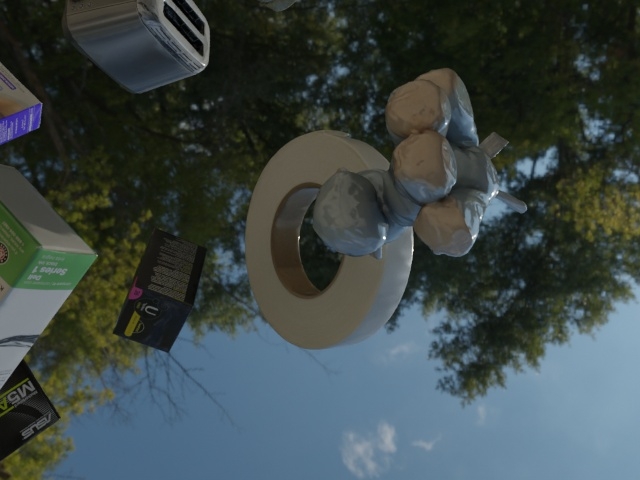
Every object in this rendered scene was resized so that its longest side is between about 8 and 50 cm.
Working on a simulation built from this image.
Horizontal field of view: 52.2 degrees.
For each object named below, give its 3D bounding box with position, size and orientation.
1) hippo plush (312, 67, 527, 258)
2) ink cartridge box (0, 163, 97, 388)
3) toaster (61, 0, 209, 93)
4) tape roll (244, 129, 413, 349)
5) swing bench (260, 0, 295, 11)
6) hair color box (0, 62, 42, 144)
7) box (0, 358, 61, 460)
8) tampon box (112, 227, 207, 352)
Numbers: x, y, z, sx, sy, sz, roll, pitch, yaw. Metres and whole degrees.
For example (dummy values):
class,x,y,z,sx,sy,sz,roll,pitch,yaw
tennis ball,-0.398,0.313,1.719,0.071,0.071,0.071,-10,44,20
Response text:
class,x,y,z,sx,sy,sz,roll,pitch,yaw
hippo plush,0.107,-0.092,0.907,0.236,0.234,0.294,-14,-173,34
ink cartridge box,-0.371,0.047,0.698,0.160,0.092,0.219,41,-81,18
toaster,-0.269,-0.318,1.001,0.146,0.227,0.129,-9,-114,19
tape roll,0.000,0.000,1.183,0.072,0.392,0.392,1,-158,-41
swing bench,-0.122,-0.431,0.763,0.165,0.253,0.255,5,-105,63
hair color box,-0.898,-0.311,1.626,0.185,0.110,0.339,43,-131,6
box,-0.604,0.305,1.182,0.190,0.184,0.045,-34,-168,-36
tampon box,-0.269,0.083,1.110,0.101,0.120,0.161,23,-148,-15
